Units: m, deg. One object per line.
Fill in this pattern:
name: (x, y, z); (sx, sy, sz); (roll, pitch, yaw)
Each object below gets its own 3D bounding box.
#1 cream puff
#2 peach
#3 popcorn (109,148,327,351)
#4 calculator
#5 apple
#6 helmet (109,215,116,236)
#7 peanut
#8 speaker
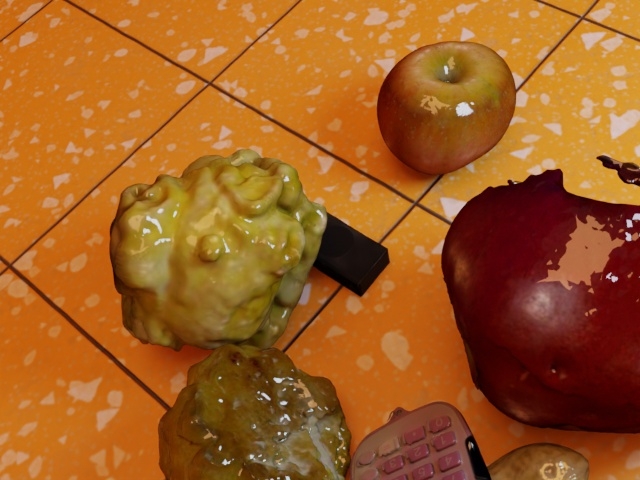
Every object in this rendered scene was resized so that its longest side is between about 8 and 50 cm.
cream puff: (-0.086, 0.278, 1.026); (0.281, 0.185, 0.282); (21, 35, -16)
peach: (0.367, 0.065, 0.972); (0.416, 0.339, 0.353); (-18, 93, -1)
popcorn: (-0.147, 0.011, 1.127); (0.312, 0.312, 0.312); (-5, 57, 8)
calculator: (0.123, 0.330, 0.918); (0.194, 0.043, 0.294); (-34, 46, 27)
apple: (0.204, -0.211, 1.273); (0.234, 0.173, 0.210); (-19, 51, -12)
helmet: (-0.286, 0.005, 1.291); (0.098, 0.070, 0.123); (-32, 50, -17)
peanut: (0.221, 0.318, 0.963); (0.229, 0.098, 0.103); (-27, 26, -4)
speaker: (0.000, 0.000, 1.250); (0.218, 0.044, 0.082); (32, 69, 27)
